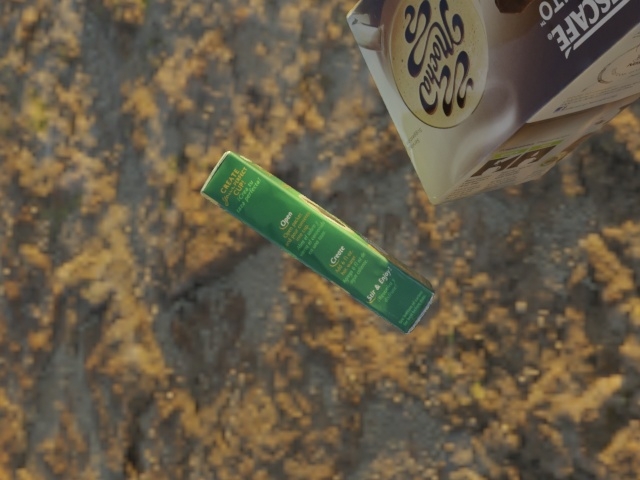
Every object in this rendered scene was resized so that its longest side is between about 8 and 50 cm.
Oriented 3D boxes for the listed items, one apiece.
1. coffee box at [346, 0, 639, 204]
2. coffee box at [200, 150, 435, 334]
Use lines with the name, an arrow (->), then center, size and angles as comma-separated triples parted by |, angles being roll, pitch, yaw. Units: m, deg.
coffee box -> 0.156, -0.168, 0.976 | 0.297, 0.118, 0.168 | -43, 67, 55
coffee box -> 0.000, 0.000, 1.082 | 0.040, 0.184, 0.113 | -56, 0, 4
